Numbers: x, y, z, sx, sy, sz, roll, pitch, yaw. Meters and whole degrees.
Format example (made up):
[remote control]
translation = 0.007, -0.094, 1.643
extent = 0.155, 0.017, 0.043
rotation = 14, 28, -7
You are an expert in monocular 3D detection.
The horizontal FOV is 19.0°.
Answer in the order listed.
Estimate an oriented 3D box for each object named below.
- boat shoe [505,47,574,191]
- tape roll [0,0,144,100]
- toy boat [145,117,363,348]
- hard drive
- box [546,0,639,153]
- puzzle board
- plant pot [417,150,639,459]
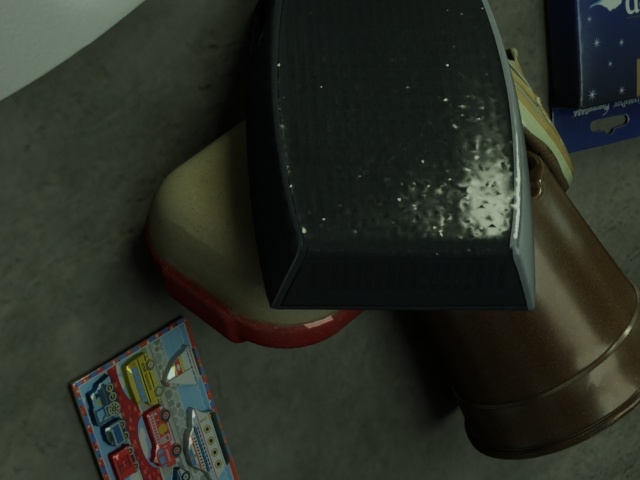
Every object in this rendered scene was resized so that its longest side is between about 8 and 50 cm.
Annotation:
[boat shoe]
translation = 0.127, -0.107, 1.368
extent = 0.190, 0.068, 0.072
rotation = 45, 55, -36
[tape roll]
translation = -0.170, -0.161, 0.723
extent = 0.246, 0.246, 0.169
rotation = -47, 121, -27
[toy boat]
translation = 0.000, 0.000, 1.239
extent = 0.231, 0.151, 0.151
rotation = -37, 149, -32
[hard drive]
translation = 0.042, -0.069, 1.163
extent = 0.172, 0.254, 0.054
rotation = 1, 139, -5
[box]
translation = 0.228, -0.184, 1.465
extent = 0.136, 0.036, 0.225
rotation = -15, 106, -40
[puzzle board]
translation = -0.103, 0.126, 1.228
extent = 0.096, 0.011, 0.128
rotation = -31, 116, -35
[plant pot]
translation = 0.139, 0.037, 1.339
extent = 0.167, 0.167, 0.165
rotation = -44, 115, -28
